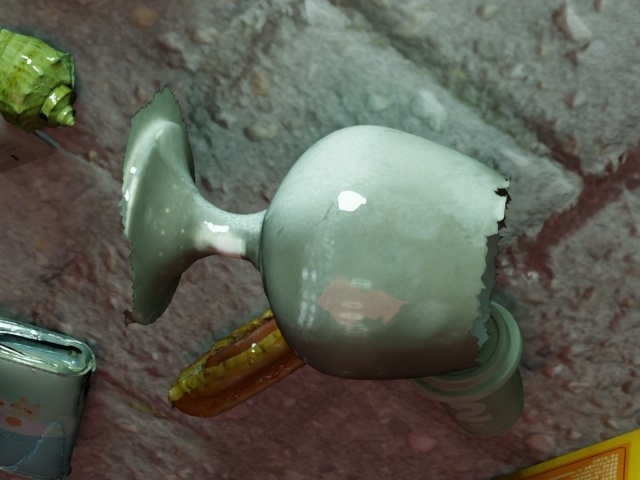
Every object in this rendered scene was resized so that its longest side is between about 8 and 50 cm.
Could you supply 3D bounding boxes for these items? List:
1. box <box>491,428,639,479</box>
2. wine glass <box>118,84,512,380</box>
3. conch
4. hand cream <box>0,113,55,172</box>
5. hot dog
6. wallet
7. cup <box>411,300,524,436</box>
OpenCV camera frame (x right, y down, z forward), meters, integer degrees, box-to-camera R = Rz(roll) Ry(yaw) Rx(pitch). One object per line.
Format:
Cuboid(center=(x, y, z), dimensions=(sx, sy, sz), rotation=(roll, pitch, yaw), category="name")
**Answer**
Cuboid(center=(0.316, 0.399, 1.376), dimensions=(0.283, 0.214, 0.259), rotation=(-29, 117, 39), category="box")
Cuboid(center=(0.000, 0.000, 1.082), dimensions=(0.323, 0.238, 0.238), rotation=(8, 135, 9), category="wine glass")
Cuboid(center=(-0.272, -0.152, 1.150), dimensions=(0.121, 0.074, 0.089), rotation=(43, 102, -1), category="conch")
Cuboid(center=(-0.349, -0.136, 1.195), dimensions=(0.087, 0.054, 0.186), rotation=(-16, 133, 26), category="hand cream")
Cuboid(center=(-0.062, 0.119, 1.335), dimensions=(0.083, 0.068, 0.289), rotation=(22, 137, -38), category="hot dog")
Cuboid(center=(-0.378, 0.198, 1.516), dimensions=(0.176, 0.075, 0.250), rotation=(18, 136, -4), category="wallet")
Cuboid(center=(0.154, 0.133, 1.248), dimensions=(0.120, 0.120, 0.141), rotation=(-1, 146, 20), category="cup")
